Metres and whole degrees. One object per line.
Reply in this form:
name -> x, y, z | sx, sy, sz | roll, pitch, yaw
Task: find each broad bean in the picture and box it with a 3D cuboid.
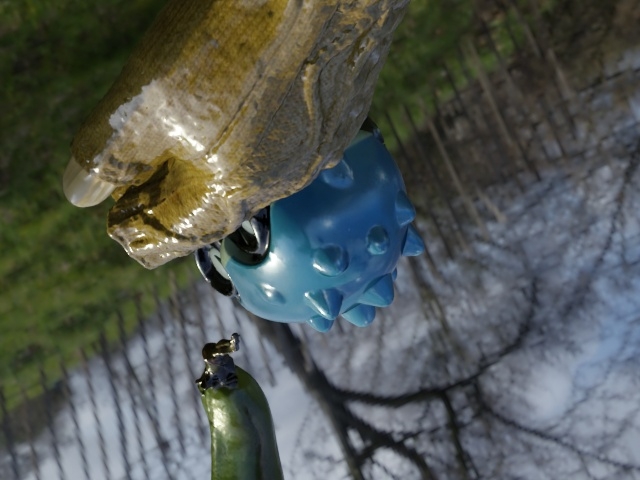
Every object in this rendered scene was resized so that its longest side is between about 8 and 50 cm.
broad bean -> -0.057, 0.196, 0.930 | 0.067, 0.325, 0.075 | 4, -158, 23

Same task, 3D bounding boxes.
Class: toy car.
toy car -> 0.000, 0.000, 1.290 | 0.188, 0.190, 0.255 | -34, 172, -27

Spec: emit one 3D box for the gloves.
gloves -> -0.060, -0.101, 0.946 | 0.356, 0.155, 0.203 | -39, 174, 38
